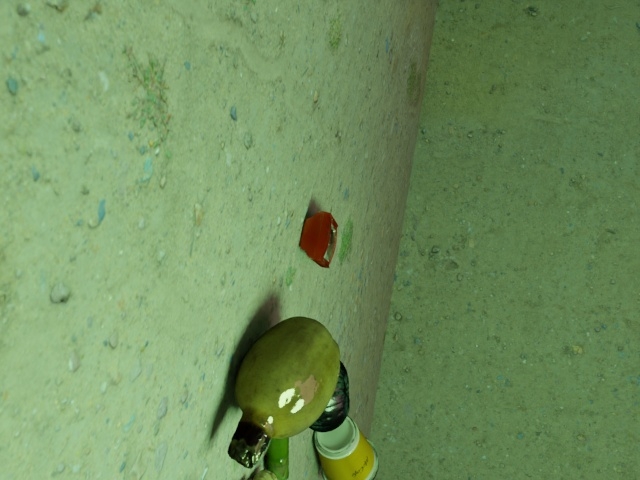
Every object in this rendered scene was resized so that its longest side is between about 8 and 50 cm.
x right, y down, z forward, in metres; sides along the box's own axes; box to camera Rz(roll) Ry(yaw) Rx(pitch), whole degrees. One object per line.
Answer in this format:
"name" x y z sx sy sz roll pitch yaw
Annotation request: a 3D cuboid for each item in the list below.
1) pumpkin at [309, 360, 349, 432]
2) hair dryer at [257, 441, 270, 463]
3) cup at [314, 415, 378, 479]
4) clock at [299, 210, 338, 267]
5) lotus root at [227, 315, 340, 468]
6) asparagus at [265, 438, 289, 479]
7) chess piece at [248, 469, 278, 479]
"pumpkin" 0.002 0.380 1.411 0.202 0.140 0.201 -5 90 -81
"hair dryer" -0.125 0.351 1.114 0.106 0.054 0.154 -44 137 -72
"cup" 0.075 0.666 1.776 0.279 0.197 0.196 73 30 -45
"clock" 0.000 0.000 1.322 0.155 0.061 0.113 45 55 -75
"lotus root" -0.072 0.269 1.024 0.310 0.183 0.182 -50 146 -50
"asparagus" -0.097 0.426 1.235 0.067 0.060 0.277 -93 -175 -65
"chess piece" -0.140 0.511 1.139 0.172 0.060 0.060 34 67 -70
